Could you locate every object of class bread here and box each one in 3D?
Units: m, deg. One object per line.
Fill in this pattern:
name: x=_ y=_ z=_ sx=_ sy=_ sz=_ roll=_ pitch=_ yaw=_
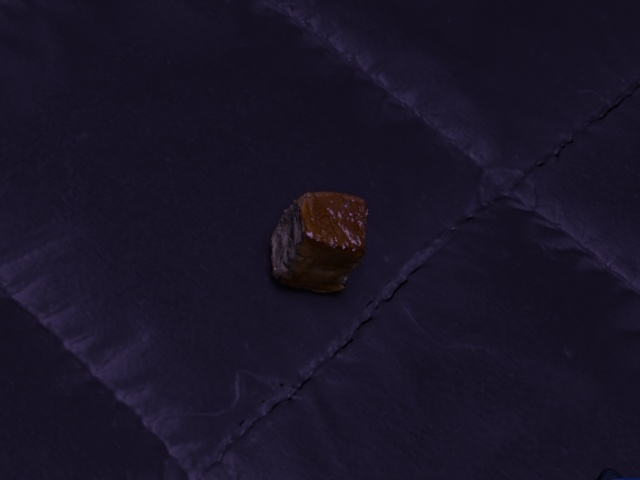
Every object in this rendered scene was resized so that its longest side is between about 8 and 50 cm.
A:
bread: x=-0.001 y=-0.002 z=1.529 sx=0.070 sy=0.083 sz=0.077 roll=14 pitch=50 yaw=-20

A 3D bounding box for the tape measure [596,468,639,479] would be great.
tape measure: x=0.291 y=0.345 z=1.327 sx=0.215 sy=0.098 sz=0.351 roll=-20 pitch=62 yaw=-31
